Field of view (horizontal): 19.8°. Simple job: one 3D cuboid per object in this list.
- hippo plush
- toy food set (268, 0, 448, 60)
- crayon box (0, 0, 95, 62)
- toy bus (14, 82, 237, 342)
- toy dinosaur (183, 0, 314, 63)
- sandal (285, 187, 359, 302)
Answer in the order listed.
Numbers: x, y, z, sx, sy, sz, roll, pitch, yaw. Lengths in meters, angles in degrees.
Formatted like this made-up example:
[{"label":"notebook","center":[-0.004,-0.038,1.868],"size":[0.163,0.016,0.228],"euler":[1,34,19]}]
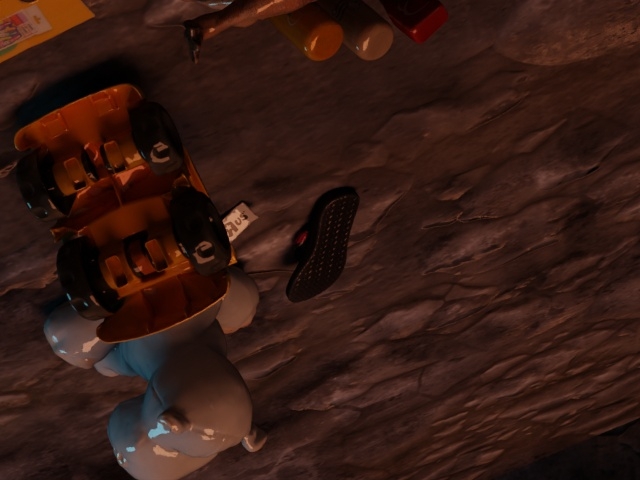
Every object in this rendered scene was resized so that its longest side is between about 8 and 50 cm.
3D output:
[{"label":"hippo plush","center":[-0.133,0.135,1.997],"size":[0.234,0.236,0.294],"euler":[8,142,-48]},{"label":"toy food set","center":[0.061,-0.246,1.597],"size":[0.232,0.104,0.111],"euler":[-44,142,-1]},{"label":"crayon box","center":[-0.359,-0.169,1.376],"size":[0.323,0.083,0.203],"euler":[-25,155,8]},{"label":"toy bus","center":[-0.167,-0.041,1.719],"size":[0.149,0.220,0.211],"euler":[-22,-171,13]},{"label":"toy dinosaur","center":[-0.018,-0.247,1.470],"size":[0.200,0.127,0.295],"euler":[-19,162,-25]},{"label":"sandal","center":[0.000,0.000,2.086],"size":[0.067,0.040,0.179],"euler":[-13,140,-33]}]
